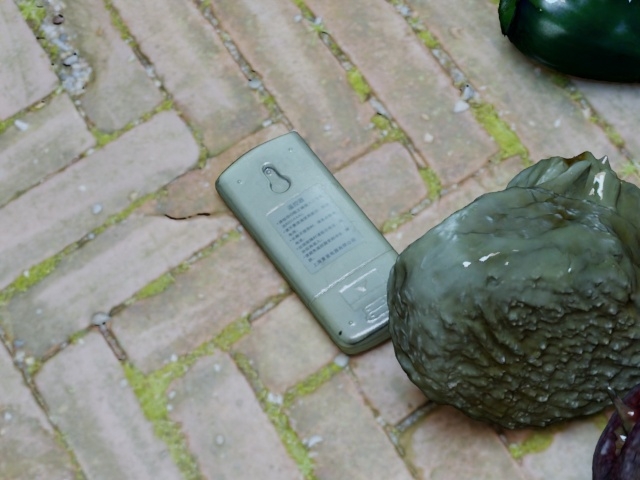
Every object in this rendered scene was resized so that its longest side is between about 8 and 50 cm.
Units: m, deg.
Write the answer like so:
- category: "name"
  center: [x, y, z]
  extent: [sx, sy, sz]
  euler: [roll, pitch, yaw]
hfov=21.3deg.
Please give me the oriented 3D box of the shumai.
- category: "shumai"
  center: [0.159, 0.024, 1.460]
  extent: [0.260, 0.225, 0.222]
  euler: [12, 42, -32]

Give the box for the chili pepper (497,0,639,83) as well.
- category: "chili pepper"
  center: [0.297, -0.287, 1.600]
  extent: [0.256, 0.249, 0.233]
  euler: [12, 51, 1]

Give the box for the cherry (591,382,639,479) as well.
- category: "cherry"
  center: [0.315, 0.189, 1.365]
  extent: [0.195, 0.195, 0.195]
  euler: [-2, 62, 4]

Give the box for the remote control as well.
- category: "remote control"
  center: [0.000, 0.000, 1.581]
  extent: [0.098, 0.038, 0.233]
  euler: [-33, 63, -12]
